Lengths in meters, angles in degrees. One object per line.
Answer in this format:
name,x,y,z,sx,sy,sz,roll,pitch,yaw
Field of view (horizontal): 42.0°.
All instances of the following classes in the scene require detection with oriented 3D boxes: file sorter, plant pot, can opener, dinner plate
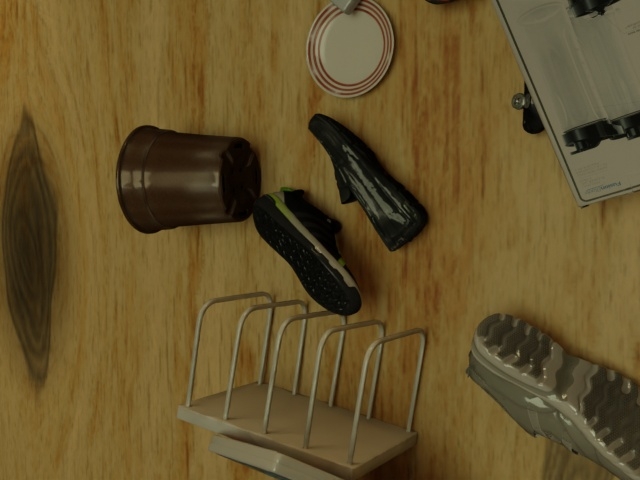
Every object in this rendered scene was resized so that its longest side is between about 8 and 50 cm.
file sorter,-0.020,0.181,1.141,0.277,0.193,0.173,11,97,30
plant pot,-0.190,-0.090,1.248,0.165,0.167,0.167,3,95,24
can opener,0.273,-0.221,1.021,0.059,0.073,0.186,178,90,-70
dinner plate,0.042,-0.271,1.170,0.141,0.017,0.141,3,95,30

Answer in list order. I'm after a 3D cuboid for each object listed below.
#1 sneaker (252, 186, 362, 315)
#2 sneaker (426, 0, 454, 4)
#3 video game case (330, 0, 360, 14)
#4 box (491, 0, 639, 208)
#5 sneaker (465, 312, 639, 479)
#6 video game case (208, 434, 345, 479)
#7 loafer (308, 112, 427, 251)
sneaker,0.000,0.000,1.164,0.235,0.097,0.084,49,146,27
sneaker,0.159,-0.384,0.972,0.276,0.135,0.098,130,138,-59
video game case,0.035,-0.453,1.148,0.193,0.023,0.212,46,111,22
box,0.312,-0.196,0.906,0.169,0.087,0.290,-19,109,31
sneaker,0.302,0.203,1.021,0.281,0.105,0.115,39,146,19
video game case,0.018,0.316,1.055,0.204,0.285,0.025,-12,53,61
loafer,0.051,-0.082,1.143,0.078,0.076,0.223,-45,75,17
